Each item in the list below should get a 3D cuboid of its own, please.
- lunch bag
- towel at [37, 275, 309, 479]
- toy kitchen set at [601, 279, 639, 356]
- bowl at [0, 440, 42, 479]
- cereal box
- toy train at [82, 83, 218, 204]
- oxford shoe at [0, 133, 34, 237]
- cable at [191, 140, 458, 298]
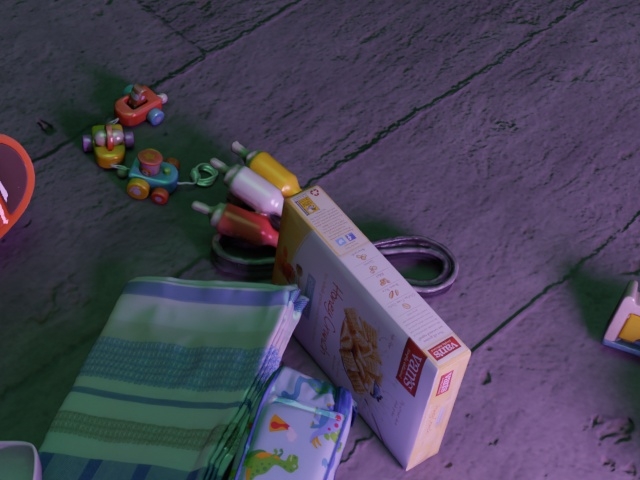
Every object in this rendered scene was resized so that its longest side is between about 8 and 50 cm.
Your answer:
[{"bbox_3d":[-0.040,0.234,1.317,0.090,0.176,0.219,18,52,2],"label":"lunch bag"},{"bbox_3d":[-0.151,0.144,1.423,0.209,0.034,0.285,3,47,26],"label":"towel"},{"bbox_3d":[0.351,0.157,1.490,0.166,0.122,0.207,18,31,9],"label":"toy kitchen set"},{"bbox_3d":[-0.313,0.250,1.330,0.142,0.053,0.142,-7,49,12],"label":"bowl"},{"bbox_3d":[0.040,0.084,1.451,0.047,0.173,0.240,-25,57,-27],"label":"cereal box"},{"bbox_3d":[-0.192,-0.116,1.671,0.125,0.046,0.166,-29,59,-26],"label":"toy train"},{"bbox_3d":[-0.449,0.025,1.501,0.363,0.130,0.132,-43,33,-26],"label":"oxford shoe"},{"bbox_3d":[0.000,0.000,1.582,0.287,0.072,0.139,23,57,11],"label":"cable"}]
